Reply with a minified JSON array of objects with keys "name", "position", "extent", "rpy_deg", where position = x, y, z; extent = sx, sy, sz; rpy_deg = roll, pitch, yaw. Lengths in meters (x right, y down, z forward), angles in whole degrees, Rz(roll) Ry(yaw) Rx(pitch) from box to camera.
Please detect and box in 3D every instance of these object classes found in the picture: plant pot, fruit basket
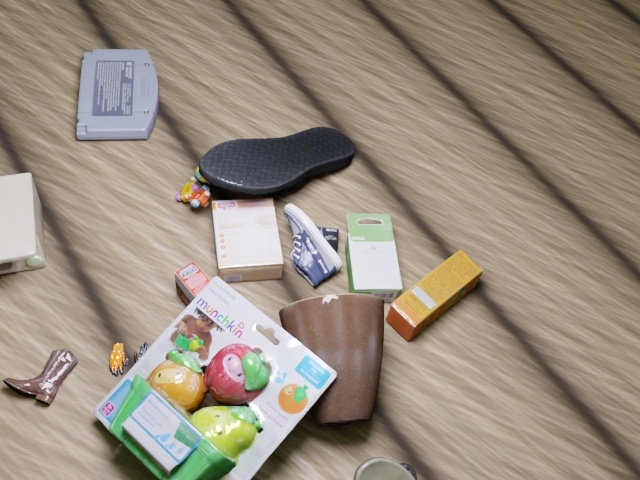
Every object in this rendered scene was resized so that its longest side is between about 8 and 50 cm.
[{"name":"plant pot","position":[0.034,0.244,1.445],"extent":[0.215,0.215,0.230],"rpy_deg":[-3,70,-10]},{"name":"fruit basket","position":[-0.203,0.280,1.355],"extent":[0.327,0.165,0.353],"rpy_deg":[37,81,21]}]

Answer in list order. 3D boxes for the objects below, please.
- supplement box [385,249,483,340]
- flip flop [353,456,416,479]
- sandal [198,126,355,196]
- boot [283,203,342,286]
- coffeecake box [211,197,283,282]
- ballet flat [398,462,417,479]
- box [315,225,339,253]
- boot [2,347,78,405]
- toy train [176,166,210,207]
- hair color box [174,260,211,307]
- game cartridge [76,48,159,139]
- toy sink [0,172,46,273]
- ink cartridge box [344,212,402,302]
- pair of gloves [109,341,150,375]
[{"name":"supplement box","position":[0.254,0.119,1.622],"extent":[0.233,0.078,0.080],"rpy_deg":[-36,67,-27]},{"name":"flip flop","position":[0.164,0.512,1.309],"extent":[0.112,0.080,0.277],"rpy_deg":[-28,76,-18]},{"name":"sandal","position":[-0.092,-0.168,1.741],"extent":[0.446,0.107,0.167],"rpy_deg":[-17,53,-41]},{"name":"boot","position":[-0.040,0.010,1.641],"extent":[0.086,0.069,0.190],"rpy_deg":[-38,83,-18]},{"name":"coffeecake box","position":[-0.168,-0.002,1.654],"extent":[0.142,0.068,0.185],"rpy_deg":[-4,56,-11]},{"name":"ballet flat","position":[0.105,0.476,1.382],"extent":[0.173,0.049,0.057],"rpy_deg":[-21,102,-19]},{"name":"box","position":[0.000,0.000,1.706],"extent":[0.083,0.018,0.067],"rpy_deg":[7,55,-3]},{"name":"boot","position":[-0.550,0.255,1.442],"extent":[0.106,0.037,0.114],"rpy_deg":[26,58,-5]},{"name":"toy train","position":[-0.269,-0.128,1.717],"extent":[0.125,0.046,0.166],"rpy_deg":[-8,42,40]},{"name":"hair color box","position":[-0.237,0.135,1.534],"extent":[0.053,0.093,0.167],"rpy_deg":[-31,64,-26]},{"name":"game cartridge","position":[-0.516,-0.375,1.877],"extent":[0.198,0.062,0.297],"rpy_deg":[1,55,-12]},{"name":"toy sink","position":[-0.675,-0.010,1.554],"extent":[0.153,0.131,0.234],"rpy_deg":[-11,53,-15]},{"name":"ink cartridge box","position":[0.116,0.039,1.668],"extent":[0.109,0.062,0.209],"rpy_deg":[0,55,-8]},{"name":"pair of gloves","position":[-0.387,0.241,1.491],"extent":[0.083,0.010,0.074],"rpy_deg":[1,55,-8]}]
